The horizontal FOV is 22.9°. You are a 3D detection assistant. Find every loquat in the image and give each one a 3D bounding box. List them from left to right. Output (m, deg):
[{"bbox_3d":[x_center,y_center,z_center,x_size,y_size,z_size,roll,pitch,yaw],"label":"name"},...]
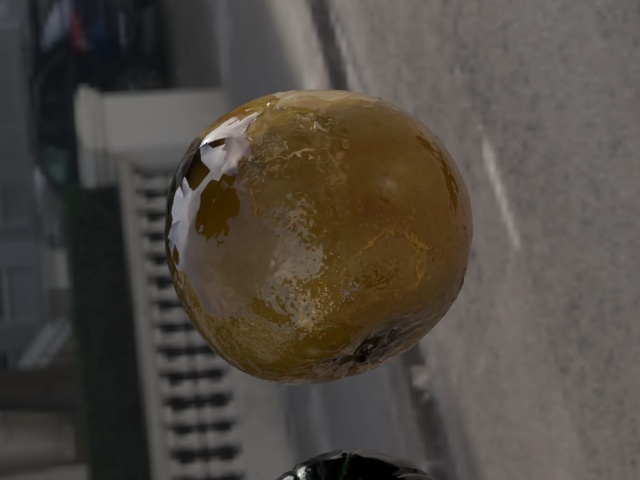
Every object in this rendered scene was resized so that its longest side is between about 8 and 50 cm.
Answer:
[{"bbox_3d":[0.000,0.000,1.314,0.263,0.263,0.263,176,90,-80],"label":"loquat"}]

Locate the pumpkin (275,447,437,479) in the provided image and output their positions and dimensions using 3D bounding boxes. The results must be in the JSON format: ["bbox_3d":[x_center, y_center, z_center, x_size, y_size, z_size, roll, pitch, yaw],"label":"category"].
[{"bbox_3d":[0.024,0.257,1.259,0.202,0.202,0.140,-106,-2,-49],"label":"pumpkin"}]
